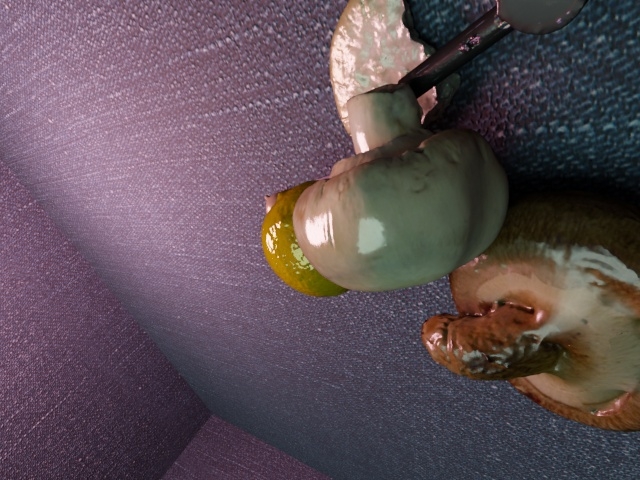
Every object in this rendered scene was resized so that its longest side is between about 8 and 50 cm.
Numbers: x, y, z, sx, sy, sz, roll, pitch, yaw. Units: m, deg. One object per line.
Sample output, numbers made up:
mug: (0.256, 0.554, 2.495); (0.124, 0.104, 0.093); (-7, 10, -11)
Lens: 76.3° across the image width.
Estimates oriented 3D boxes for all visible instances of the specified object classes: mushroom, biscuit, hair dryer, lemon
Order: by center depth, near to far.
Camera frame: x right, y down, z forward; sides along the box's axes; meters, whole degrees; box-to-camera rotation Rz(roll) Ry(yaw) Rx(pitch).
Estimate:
hair dryer: (0.167, -0.213, 0.439); (0.071, 0.114, 0.248); (50, 146, -9)
mushroom: (0.083, -0.066, 0.481); (0.253, 0.260, 0.235); (-17, 91, 6)
mushroom: (0.329, 0.090, 0.537); (0.344, 0.239, 0.345); (16, 153, 8)
biscuit: (0.094, -0.216, 0.560); (0.188, 0.040, 0.266); (18, 137, 30)
lemon: (0.000, 0.000, 0.661); (0.203, 0.178, 0.178); (50, 143, -11)

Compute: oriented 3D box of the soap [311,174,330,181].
soap: (0.038, -0.047, 0.767); (0.100, 0.056, 0.149); (-11, 120, 44)

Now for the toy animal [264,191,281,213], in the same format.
toy animal: (-0.054, -0.052, 0.830); (0.150, 0.083, 0.089); (41, 158, 19)
